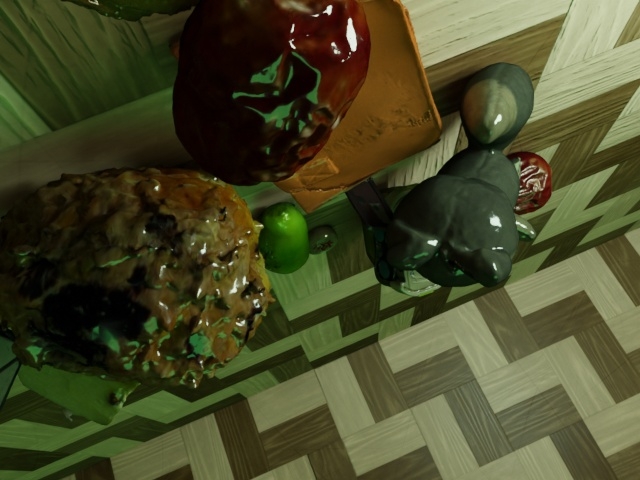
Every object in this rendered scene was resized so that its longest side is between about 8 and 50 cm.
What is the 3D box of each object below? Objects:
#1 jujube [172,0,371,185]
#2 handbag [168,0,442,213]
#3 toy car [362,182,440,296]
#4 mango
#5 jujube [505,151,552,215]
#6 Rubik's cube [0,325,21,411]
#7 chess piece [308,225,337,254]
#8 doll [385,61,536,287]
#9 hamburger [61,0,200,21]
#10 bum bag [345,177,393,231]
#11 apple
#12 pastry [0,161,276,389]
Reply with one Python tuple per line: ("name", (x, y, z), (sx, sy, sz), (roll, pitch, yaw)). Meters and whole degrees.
("jujube", (-0.055, -0.150, 0.526), (0.174, 0.174, 0.250), (-14, 172, -23))
("handbag", (0.007, -0.205, 0.806), (0.303, 0.116, 0.410), (-26, 156, 11))
("toy car", (0.183, -0.006, 1.270), (0.204, 0.248, 0.198), (-15, -167, -26))
("mango", (-0.086, -0.005, 1.125), (0.125, 0.111, 0.233), (-26, 155, -7))
("jujube", (0.450, -0.131, 1.333), (0.230, 0.155, 0.155), (-11, 154, -9))
("Rubik's cube", (-0.617, 0.201, 0.688), (0.310, 0.305, 0.307), (9, 152, 2))
("chess piece", (0.000, 0.000, 1.304), (0.083, 0.038, 0.084), (-22, 157, -10))
("doll", (0.247, -0.099, 0.981), (0.252, 0.379, 0.382), (0, -153, 25))
("hamburger", (-0.152, -0.300, 0.375), (0.284, 0.174, 0.304), (-35, 154, 30))
("bum bag", (0.090, -0.078, 1.080), (0.109, 0.159, 0.026), (3, 139, -43))
("apple", (-0.408, 0.198, 1.076), (0.314, 0.252, 0.309), (0, 134, -45))
("pastry", (-0.247, 0.051, 0.779), (0.405, 0.337, 0.293), (-11, 118, -35))
